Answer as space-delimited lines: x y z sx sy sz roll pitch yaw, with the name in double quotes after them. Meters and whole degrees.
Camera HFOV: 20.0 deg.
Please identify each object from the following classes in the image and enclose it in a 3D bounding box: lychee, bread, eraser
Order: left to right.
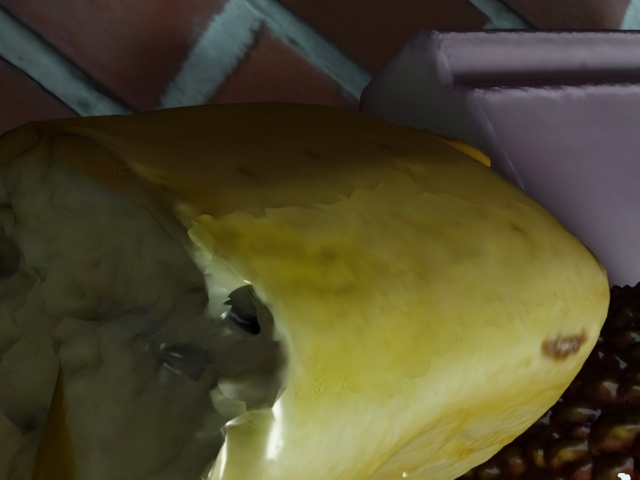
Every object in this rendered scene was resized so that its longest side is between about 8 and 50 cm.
-0.057 0.085 0.940 0.250 0.361 0.394 45 32 23 "bread"
0.177 0.155 1.157 0.271 0.271 0.271 23 44 -24 "lychee"
0.233 -0.038 1.451 0.359 0.122 0.272 -6 61 -43 "eraser"
